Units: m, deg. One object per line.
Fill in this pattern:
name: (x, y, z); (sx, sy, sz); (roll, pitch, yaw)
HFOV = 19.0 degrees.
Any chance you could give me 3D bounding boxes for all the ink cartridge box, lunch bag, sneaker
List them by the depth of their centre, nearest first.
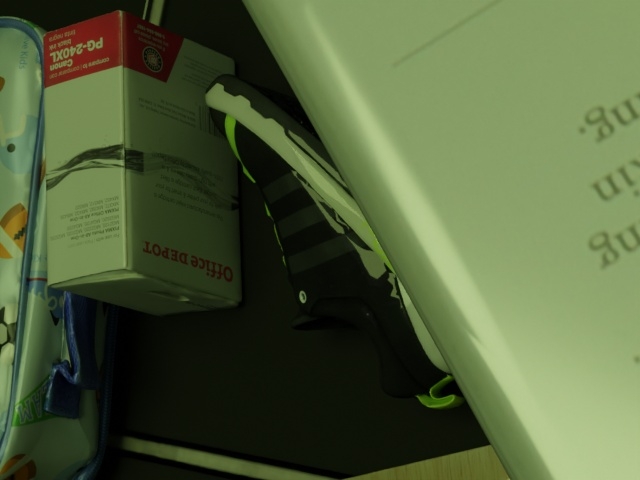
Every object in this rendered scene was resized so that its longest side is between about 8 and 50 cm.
sneaker: (0.000, 0.000, 1.020); (0.234, 0.084, 0.097); (44, 106, 33)
ink cartridge box: (-0.100, -0.039, 1.080); (0.063, 0.109, 0.150); (-11, 73, 31)
lunch bag: (-0.221, 0.024, 1.148); (0.243, 0.115, 0.303); (-5, 76, 31)

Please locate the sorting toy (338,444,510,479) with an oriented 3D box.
sorting toy: (0.004, 0.246, 0.956); (0.255, 0.089, 0.257); (-17, 70, 30)

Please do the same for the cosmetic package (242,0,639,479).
cosmetic package: (0.185, -0.052, 0.678); (0.329, 0.327, 0.394); (-30, 67, 5)
